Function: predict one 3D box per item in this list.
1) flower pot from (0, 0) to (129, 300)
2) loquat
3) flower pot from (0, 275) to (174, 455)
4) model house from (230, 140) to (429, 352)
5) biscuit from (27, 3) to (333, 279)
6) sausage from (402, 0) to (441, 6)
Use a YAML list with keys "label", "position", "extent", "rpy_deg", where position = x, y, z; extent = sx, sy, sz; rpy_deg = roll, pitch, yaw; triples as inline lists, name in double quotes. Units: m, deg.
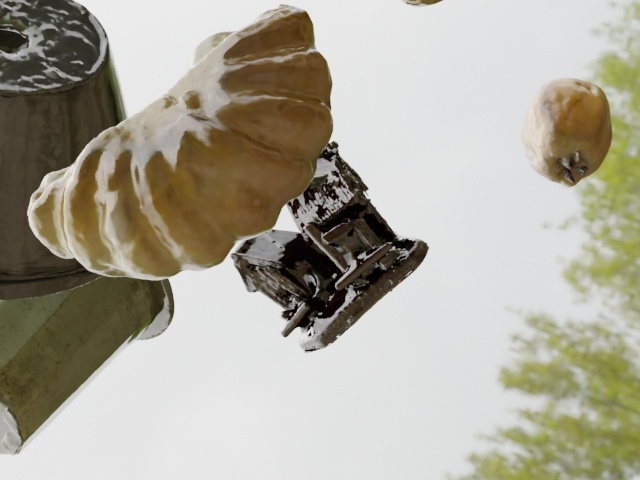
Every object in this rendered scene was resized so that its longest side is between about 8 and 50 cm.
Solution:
- label: "flower pot"
  position: [-0.256, -0.098, 1.190]
  extent: [0.269, 0.269, 0.166]
  rpy_deg: [-32, -32, -39]
- label: "loquat"
  position: [0.301, -0.129, 1.831]
  extent: [0.137, 0.113, 0.137]
  rpy_deg: [-164, 90, -86]
- label: "flower pot"
  position: [-0.280, 0.076, 1.415]
  extent: [0.202, 0.212, 0.212]
  rpy_deg: [-49, -41, -35]
- label: "model house"
  position: [-0.005, 0.007, 1.654]
  extent: [0.164, 0.141, 0.203]
  rpy_deg: [42, -71, -13]
- label: "biscuit"
  position: [-0.066, -0.048, 0.772]
  extent: [0.183, 0.118, 0.061]
  rpy_deg: [-37, -32, -3]
- label: "sausage"
  position: [0.173, -0.273, 1.389]
  extent: [0.301, 0.066, 0.066]
  rpy_deg: [-25, -56, -41]
